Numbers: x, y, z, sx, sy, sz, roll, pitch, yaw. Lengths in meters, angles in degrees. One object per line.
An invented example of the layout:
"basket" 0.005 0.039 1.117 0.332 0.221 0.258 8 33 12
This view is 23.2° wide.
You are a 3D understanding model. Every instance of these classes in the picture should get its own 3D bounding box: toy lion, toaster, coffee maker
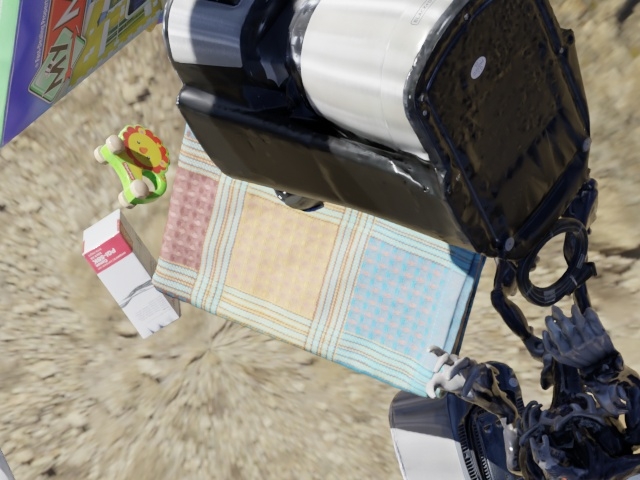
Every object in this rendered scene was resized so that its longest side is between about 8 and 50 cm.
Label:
"toy lion" -0.213 -0.091 1.843 0.034 0.096 0.100 -38 75 36
"toaster" 0.181 0.262 1.950 0.129 0.146 0.227 -19 94 -38
"coffee maker" 0.025 -0.057 0.739 0.120 0.178 0.171 -28 122 -35

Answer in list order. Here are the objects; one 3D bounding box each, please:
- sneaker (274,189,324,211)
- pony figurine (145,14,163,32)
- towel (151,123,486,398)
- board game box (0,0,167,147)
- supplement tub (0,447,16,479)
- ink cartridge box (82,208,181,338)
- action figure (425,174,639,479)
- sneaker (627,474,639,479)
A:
"sneaker" 0.032 -0.089 1.106 0.121 0.217 0.079 -24 69 -39
"pony figurine" -0.059 -0.350 1.529 0.303 0.351 0.363 27 91 -3
"towel" 0.000 0.000 1.722 0.370 0.040 0.271 20 111 15
"board game box" -0.099 -0.222 0.786 0.046 0.317 0.213 29 44 10
"supplement tub" -0.291 0.219 0.795 0.316 0.228 0.228 -25 88 -16
"ink cartridge box" -0.232 0.041 1.913 0.056 0.099 0.135 -32 109 4
"action figure" 0.160 0.091 1.132 0.164 0.141 0.275 -23 57 33
"sneaker" 0.299 0.307 1.437 0.131 0.319 0.112 -22 109 27
